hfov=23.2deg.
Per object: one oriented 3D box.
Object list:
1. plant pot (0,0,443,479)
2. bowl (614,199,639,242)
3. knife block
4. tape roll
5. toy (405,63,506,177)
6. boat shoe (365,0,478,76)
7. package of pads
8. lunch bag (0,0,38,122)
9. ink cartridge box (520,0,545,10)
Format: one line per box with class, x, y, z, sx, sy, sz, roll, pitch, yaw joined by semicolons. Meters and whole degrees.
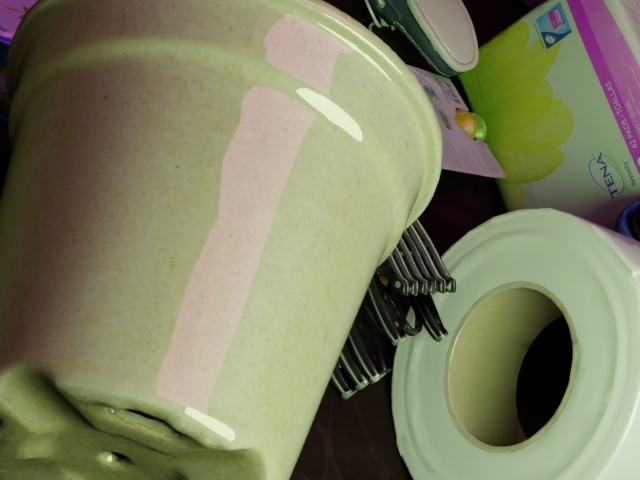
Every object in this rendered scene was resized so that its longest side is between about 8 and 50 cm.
plant pot;-0.103;0.033;1.083;0.334;0.334;0.305;34;51;-27
bowl;0.453;0.047;1.448;0.391;0.077;0.391;8;20;-3
knife block;0.000;0.000;1.418;0.275;0.242;0.088;21;13;38
tape roll;0.195;0.117;1.352;0.100;0.286;0.286;19;48;-39
toy;0.098;-0.119;1.641;0.237;0.056;0.137;1;57;-55
boat shoe;0.081;-0.281;1.737;0.254;0.079;0.095;55;36;5
package of pads;0.289;-0.124;1.719;0.101;0.229;0.296;14;50;-47
lunch bag;-0.239;-0.169;1.247;0.151;0.096;0.129;38;37;-37
ink cartridge box;0.305;-0.388;2.064;0.063;0.109;0.150;35;39;-28
